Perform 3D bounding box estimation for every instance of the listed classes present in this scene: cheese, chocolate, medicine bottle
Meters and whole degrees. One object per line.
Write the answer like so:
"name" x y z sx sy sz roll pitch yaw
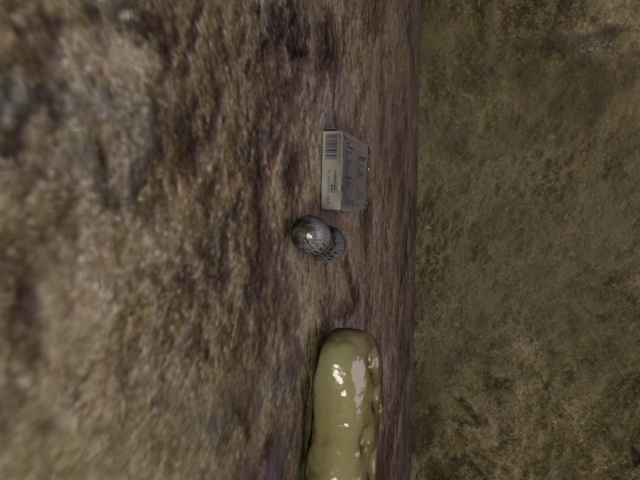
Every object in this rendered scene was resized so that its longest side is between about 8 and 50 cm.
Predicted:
"cheese" 0.047 0.362 0.847 0.351 0.129 0.329 -67 154 -46
"chocolate" 0.000 0.000 0.762 0.167 0.072 0.072 28 67 -67
"medicine bottle" 0.060 -0.148 0.928 0.201 0.052 0.171 -13 104 -68
